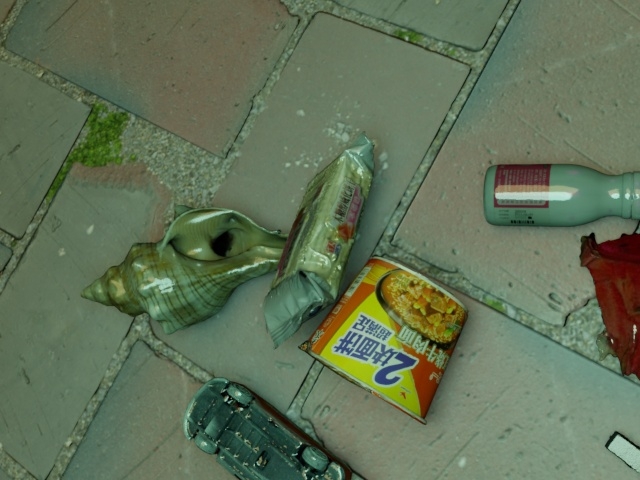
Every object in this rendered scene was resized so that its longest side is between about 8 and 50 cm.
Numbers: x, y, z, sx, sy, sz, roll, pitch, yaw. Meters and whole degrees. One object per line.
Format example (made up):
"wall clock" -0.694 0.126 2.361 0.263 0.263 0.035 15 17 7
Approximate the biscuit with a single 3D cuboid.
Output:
"biscuit" 0.002 -0.001 1.088 0.079 0.186 0.309 27 61 -13

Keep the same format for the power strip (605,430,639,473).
"power strip" 0.423 0.293 0.953 0.111 0.038 0.029 38 94 26

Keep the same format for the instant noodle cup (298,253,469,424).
"instant noodle cup" 0.099 0.133 1.039 0.213 0.213 0.174 27 81 25

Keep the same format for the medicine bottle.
"medicine bottle" 0.346 -0.064 1.038 0.217 0.090 0.090 2 78 21

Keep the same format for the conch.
"conch" -0.201 0.038 1.211 0.386 0.169 0.203 -16 95 -17

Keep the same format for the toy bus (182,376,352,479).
"toy bus" -0.079 0.315 1.104 0.265 0.120 0.121 33 91 25

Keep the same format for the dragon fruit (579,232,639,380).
"dragon fruit" 0.525 0.088 0.932 0.344 0.100 0.282 -13 78 20
